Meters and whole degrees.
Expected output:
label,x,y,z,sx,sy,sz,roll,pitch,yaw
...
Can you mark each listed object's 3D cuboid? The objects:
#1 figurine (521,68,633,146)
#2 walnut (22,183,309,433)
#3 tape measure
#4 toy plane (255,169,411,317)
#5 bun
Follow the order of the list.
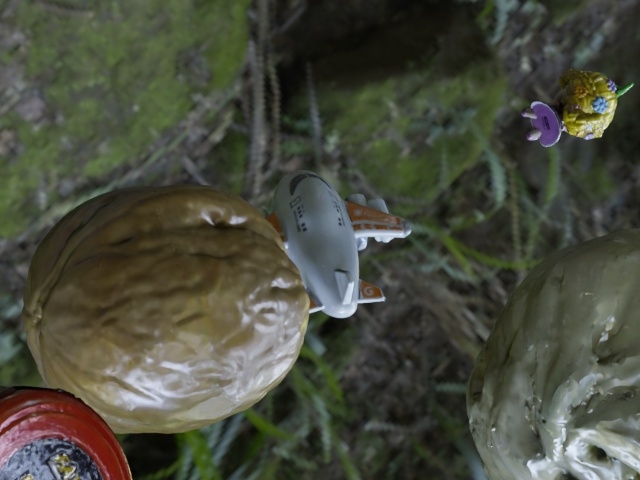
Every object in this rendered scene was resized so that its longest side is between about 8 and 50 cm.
label,x,y,z,sx,sy,sz,roll,pitch,yaw
figurine,0.359,-0.180,1.860,0.156,0.095,0.115,-22,-159,-33
walnut,-0.171,0.075,1.596,0.333,0.333,0.333,-43,169,-10
tape measure,-0.272,0.254,1.208,0.114,0.253,0.260,-5,-153,36
toy plane,0.000,0.000,1.867,0.244,0.244,0.117,-38,156,-30
bun,0.295,0.174,1.313,0.234,0.326,0.362,-58,163,-55
